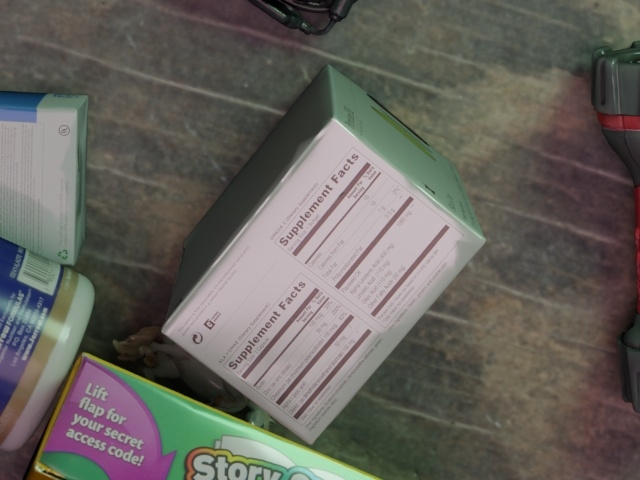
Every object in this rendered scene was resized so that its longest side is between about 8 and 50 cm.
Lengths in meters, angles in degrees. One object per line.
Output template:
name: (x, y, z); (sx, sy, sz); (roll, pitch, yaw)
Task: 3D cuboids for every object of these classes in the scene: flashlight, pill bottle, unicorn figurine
flashlight: (0.277, -0.009, 1.476); (0.103, 0.103, 0.304); (-4, 104, 0)
pill bottle: (-0.323, 0.046, 1.389); (0.264, 0.153, 0.153); (26, 103, -12)
unicorn figurine: (-0.095, 0.125, 1.521); (0.060, 0.111, 0.162); (-40, 87, 20)

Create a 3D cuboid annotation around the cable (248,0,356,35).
cable: (-0.030, -0.263, 1.437); (0.184, 0.047, 0.150); (36, 102, -8)

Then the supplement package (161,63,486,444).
supplement package: (0.000, 0.000, 1.395); (0.145, 0.262, 0.204); (37, 101, -10)

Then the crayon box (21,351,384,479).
crayon box: (-0.056, 0.229, 1.428); (0.363, 0.313, 0.106); (23, 73, -6)

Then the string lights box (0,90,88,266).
string lights box: (-0.326, -0.057, 1.476); (0.259, 0.077, 0.133); (4, 105, -1)
